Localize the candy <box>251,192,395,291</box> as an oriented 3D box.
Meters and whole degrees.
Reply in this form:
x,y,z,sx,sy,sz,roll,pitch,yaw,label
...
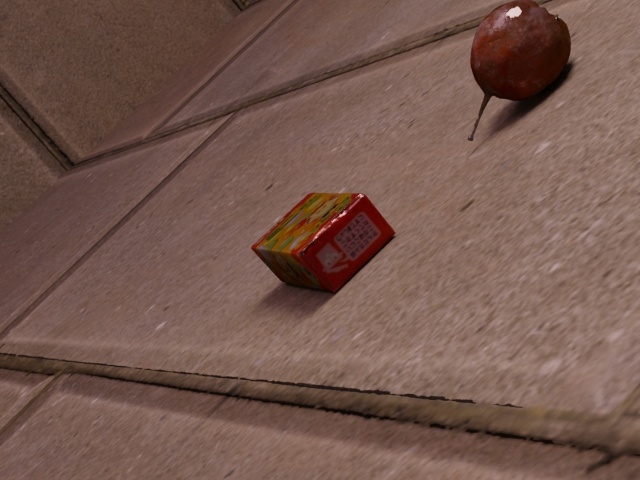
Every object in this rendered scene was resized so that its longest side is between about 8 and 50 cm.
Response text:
x,y,z,sx,sy,sz,roll,pitch,yaw,label
0.000,0.000,1.102,0.062,0.038,0.122,-44,13,-12,candy

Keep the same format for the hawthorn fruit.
x,y,z,sx,sy,sz,roll,pitch,yaw,label
0.124,-0.114,1.092,0.103,0.066,0.067,-55,11,8,hawthorn fruit
